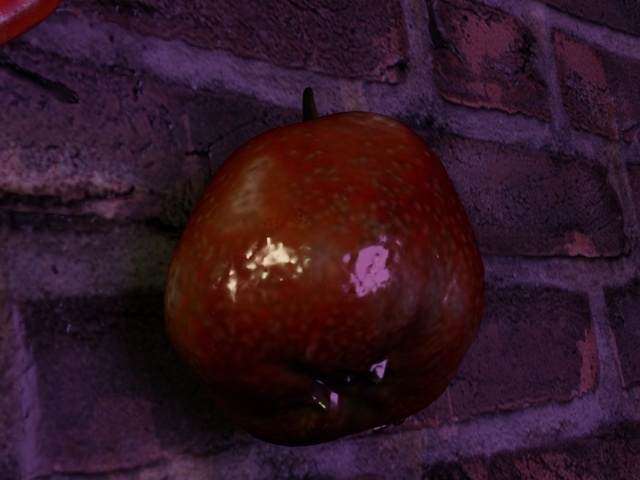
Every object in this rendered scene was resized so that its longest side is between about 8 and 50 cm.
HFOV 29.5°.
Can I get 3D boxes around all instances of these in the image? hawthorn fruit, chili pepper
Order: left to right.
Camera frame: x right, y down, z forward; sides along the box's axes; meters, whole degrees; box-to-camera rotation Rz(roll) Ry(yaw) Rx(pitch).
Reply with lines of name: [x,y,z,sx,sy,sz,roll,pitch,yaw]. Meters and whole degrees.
chili pepper: [-0.250,-0.216,1.020,0.063,0.071,0.272,95,21,-49]
hawthorn fruit: [0.000,0.000,1.113,0.285,0.285,0.369,32,46,-42]
